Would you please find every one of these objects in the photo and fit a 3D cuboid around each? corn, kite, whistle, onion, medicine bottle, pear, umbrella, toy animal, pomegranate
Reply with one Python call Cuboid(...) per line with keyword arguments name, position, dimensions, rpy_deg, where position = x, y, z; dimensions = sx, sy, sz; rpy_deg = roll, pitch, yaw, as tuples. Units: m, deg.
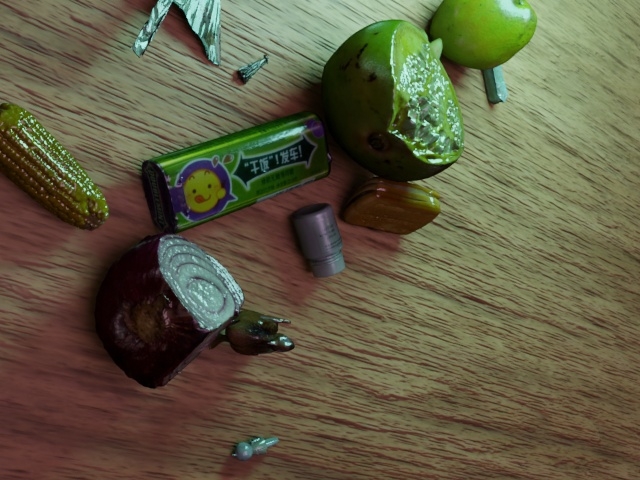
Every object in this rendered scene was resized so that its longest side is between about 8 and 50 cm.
Cuboid(name="corn", position=(-0.428, -0.113, 1.284), dimensions=(0.262, 0.097, 0.097), rpy_deg=(50, 65, -29))
Cuboid(name="kite", position=(-0.245, -0.429, 1.409), dimensions=(0.335, 0.011, 0.314), rpy_deg=(54, 49, -41))
Cuboid(name="whistle", position=(-0.122, 0.389, 1.582), dimensions=(0.100, 0.035, 0.035), rpy_deg=(-11, 100, -37))
Cuboid(name="onion", position=(-0.266, 0.111, 1.363), dimensions=(0.207, 0.216, 0.206), rpy_deg=(-43, 86, 13))
Cuboid(name="medicine bottle", position=(0.000, 0.000, 1.618), dimensions=(0.080, 0.080, 0.130), rpy_deg=(-27, 110, -32))
Cuboid(name="pear", position=(0.345, -0.455, 1.759), dimensions=(0.187, 0.219, 0.187), rpy_deg=(1, 89, -38))
Cuboid(name="umbrella", position=(-0.124, -0.314, 1.543), dimensions=(0.083, 0.020, 0.031), rpy_deg=(-46, 119, -31))
Cuboid(name="toy animal", position=(-0.101, 0.170, 1.504), dimensions=(0.188, 0.179, 0.089), rpy_deg=(15, 86, -63))
Cuboid(name="pomegranate", position=(0.131, -0.275, 1.633), dimensions=(0.310, 0.216, 0.358), rpy_deg=(51, 34, -26))

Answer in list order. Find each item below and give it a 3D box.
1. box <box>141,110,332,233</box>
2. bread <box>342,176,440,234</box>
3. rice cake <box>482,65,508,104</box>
Cuboid(name="box", position=(-0.141, -0.127, 1.497), dimensions=(0.345, 0.097, 0.134), rpy_deg=(-24, 115, -33))
Cuboid(name="bread", position=(0.143, -0.071, 1.706), dimensions=(0.200, 0.116, 0.077), rpy_deg=(10, 63, -37))
Cuboid(name="rice cake", position=(0.383, -0.412, 1.898), dimensions=(0.034, 0.043, 0.211), rpy_deg=(-22, 106, -29))
